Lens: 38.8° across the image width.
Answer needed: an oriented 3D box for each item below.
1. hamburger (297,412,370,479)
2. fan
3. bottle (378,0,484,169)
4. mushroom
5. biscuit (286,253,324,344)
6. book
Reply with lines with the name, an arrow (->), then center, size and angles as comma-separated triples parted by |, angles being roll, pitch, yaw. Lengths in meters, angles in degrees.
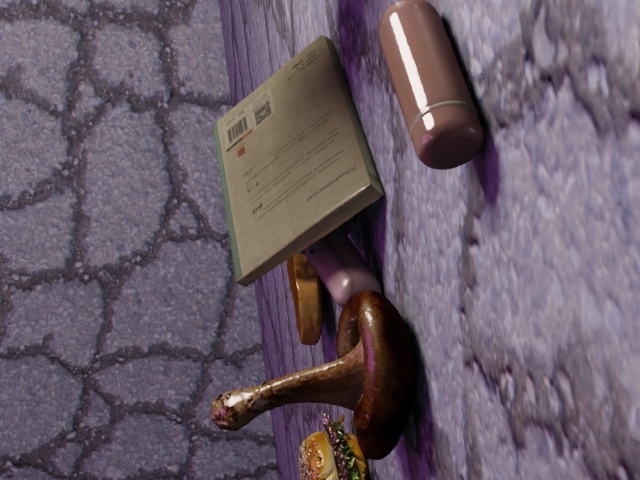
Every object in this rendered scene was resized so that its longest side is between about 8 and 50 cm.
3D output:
hamburger -> 0.019, 0.358, 1.348 | 0.164, 0.093, 0.190 | -137, 39, -75
fan -> 0.000, 0.000, 1.127 | 0.074, 0.130, 0.244 | -57, 41, 23
bottle -> 0.082, -0.120, 0.691 | 0.053, 0.053, 0.140 | 96, 164, -56
mushroom -> -0.012, 0.158, 0.978 | 0.148, 0.217, 0.227 | -106, 13, -47
biscuit -> -0.036, -0.014, 1.514 | 0.269, 0.051, 0.376 | 106, 156, -74
book -> -0.042, -0.104, 1.110 | 0.025, 0.214, 0.283 | 33, -147, -41
